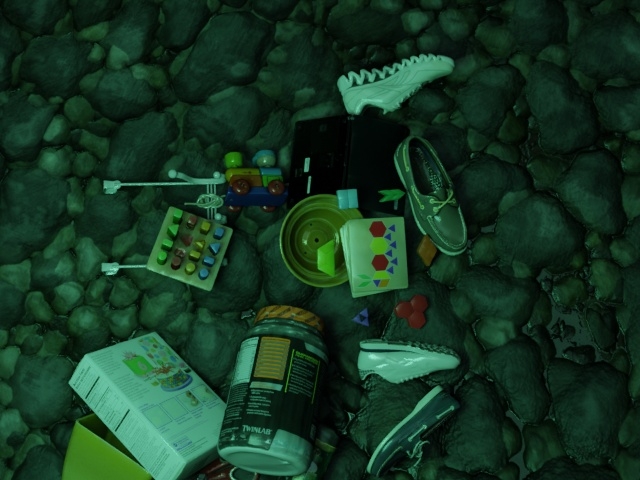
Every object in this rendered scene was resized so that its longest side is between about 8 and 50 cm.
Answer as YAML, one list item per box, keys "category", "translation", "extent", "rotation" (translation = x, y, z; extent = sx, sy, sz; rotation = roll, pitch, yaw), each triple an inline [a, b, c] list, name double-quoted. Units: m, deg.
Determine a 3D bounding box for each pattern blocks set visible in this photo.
- category: "pattern blocks set"
  translation: [0.131, 0.039, 1.866]
  extent: [0.285, 0.026, 0.325]
  rotation: [5, 87, -11]

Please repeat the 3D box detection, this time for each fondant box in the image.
- category: "fondant box"
  translation: [-0.360, 0.368, 1.787]
  extent: [0.330, 0.238, 0.096]
  rotation: [43, 113, 17]

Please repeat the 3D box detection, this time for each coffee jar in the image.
- category: "coffee jar"
  translation: [-0.021, 0.501, 1.802]
  extent: [0.079, 0.096, 0.184]
  rotation: [26, 81, 9]

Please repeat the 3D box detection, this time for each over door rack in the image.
- category: "over door rack"
  translation: [-0.394, -0.044, 1.965]
  extent: [0.324, 0.108, 0.239]
  rotation: [-4, 76, 6]

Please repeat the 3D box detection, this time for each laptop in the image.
- category: "laptop"
  translation: [0.068, -0.181, 1.986]
  extent: [0.264, 0.136, 0.234]
  rotation: [-3, 75, 33]

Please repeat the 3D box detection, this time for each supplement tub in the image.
- category: "supplement tub"
  translation: [-0.095, 0.328, 1.764]
  extent: [0.207, 0.207, 0.338]
  rotation: [7, 59, 8]

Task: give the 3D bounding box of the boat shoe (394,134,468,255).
- category: "boat shoe"
  translation: [0.267, -0.109, 1.897]
  extent: [0.109, 0.091, 0.305]
  rotation: [-23, 79, -11]

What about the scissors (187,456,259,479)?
- category: "scissors"
  translation: [-0.280, 0.547, 1.866]
  extent: [0.297, 0.021, 0.109]
  rotation: [-16, 77, 5]

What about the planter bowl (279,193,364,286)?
- category: "planter bowl"
  translation: [0.000, 0.000, 1.898]
  extent: [0.217, 0.090, 0.217]
  rotation: [0, 91, -15]

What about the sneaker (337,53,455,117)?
- category: "sneaker"
  translation: [0.193, -0.380, 1.975]
  extent: [0.292, 0.110, 0.118]
  rotation: [-13, 84, 12]

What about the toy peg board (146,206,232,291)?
- category: "toy peg board"
  translation: [-0.302, 0.014, 1.860]
  extent: [0.160, 0.079, 0.161]
  rotation: [20, 74, -7]

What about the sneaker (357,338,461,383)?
- category: "sneaker"
  translation: [0.203, 0.282, 1.838]
  extent: [0.235, 0.090, 0.095]
  rotation: [3, 91, 12]

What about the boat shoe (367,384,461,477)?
- category: "boat shoe"
  translation: [0.211, 0.441, 1.791]
  extent: [0.254, 0.095, 0.079]
  rotation: [-44, 65, -13]

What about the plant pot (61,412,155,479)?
- category: "plant pot"
  translation: [-0.458, 0.520, 1.806]
  extent: [0.212, 0.212, 0.187]
  rotation: [30, 96, 12]

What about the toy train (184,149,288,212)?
- category: "toy train"
  translation: [-0.211, -0.151, 1.935]
  extent: [0.248, 0.105, 0.143]
  rotation: [-1, 63, -20]
